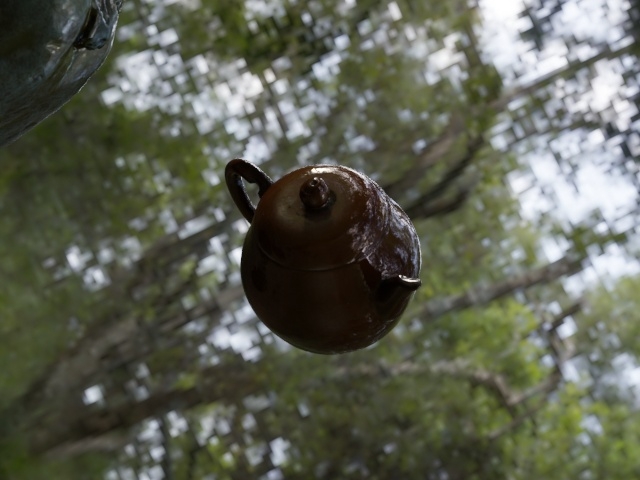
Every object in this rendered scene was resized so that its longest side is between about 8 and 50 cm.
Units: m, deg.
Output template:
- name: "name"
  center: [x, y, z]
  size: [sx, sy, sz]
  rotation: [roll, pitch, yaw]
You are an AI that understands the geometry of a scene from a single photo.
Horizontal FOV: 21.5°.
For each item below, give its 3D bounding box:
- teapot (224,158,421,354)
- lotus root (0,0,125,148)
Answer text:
- name: "teapot"
  center: [0.000, 0.000, 1.007]
  size: [0.173, 0.116, 0.116]
  rotation: [36, -29, 34]
- name: "lotus root"
  center: [-0.151, -0.077, 0.708]
  size: [0.088, 0.165, 0.088]
  rotation: [49, 6, -7]
